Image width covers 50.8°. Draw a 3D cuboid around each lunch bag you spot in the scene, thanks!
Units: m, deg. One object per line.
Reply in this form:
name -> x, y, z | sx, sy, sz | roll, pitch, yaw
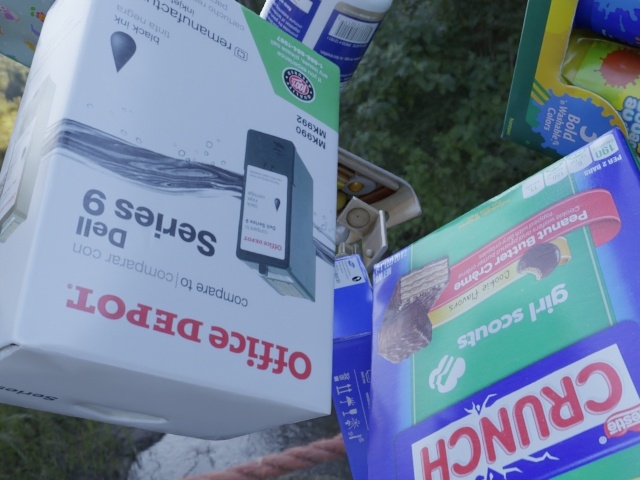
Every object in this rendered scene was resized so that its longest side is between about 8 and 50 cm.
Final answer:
lunch bag -> -0.481, -0.392, 1.099 | 0.224, 0.108, 0.279 | 22, -22, -6

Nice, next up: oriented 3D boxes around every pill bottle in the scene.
pill bottle -> -0.024, -0.263, 0.946 | 0.153, 0.265, 0.153 | 21, 36, -16

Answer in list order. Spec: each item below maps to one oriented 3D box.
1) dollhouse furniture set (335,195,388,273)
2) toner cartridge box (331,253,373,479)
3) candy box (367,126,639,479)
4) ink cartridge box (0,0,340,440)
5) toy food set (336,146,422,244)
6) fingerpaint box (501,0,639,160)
dollhouse furniture set -> 0.000, 0.000, 1.042 | 0.151, 0.144, 0.123 | 29, 25, -13
toner cartridge box -> 0.058, 0.207, 0.832 | 0.075, 0.348, 0.165 | -13, 29, 0
candy box -> 0.169, 0.104, 0.525 | 0.268, 0.122, 0.317 | -33, 33, 31
ink cartridge box -> -0.098, -0.027, 0.468 | 0.211, 0.289, 0.121 | 23, -33, -36
toy food set -> 0.018, -0.070, 1.303 | 0.219, 0.092, 0.306 | -22, -29, 38
fingerpaint box -> 0.397, -0.230, 0.627 | 0.371, 0.445, 0.163 | 30, 58, 25
